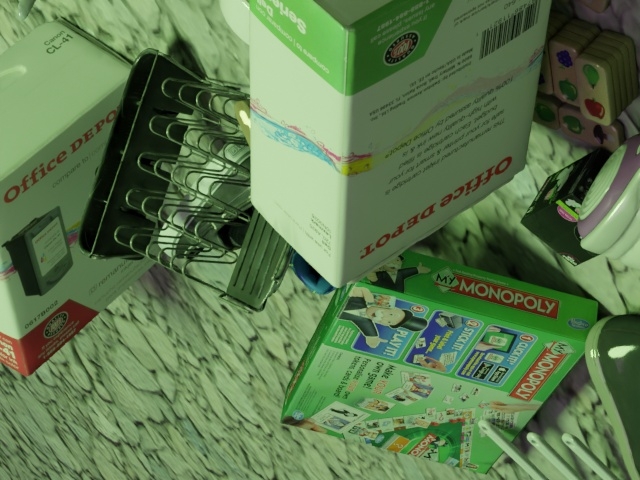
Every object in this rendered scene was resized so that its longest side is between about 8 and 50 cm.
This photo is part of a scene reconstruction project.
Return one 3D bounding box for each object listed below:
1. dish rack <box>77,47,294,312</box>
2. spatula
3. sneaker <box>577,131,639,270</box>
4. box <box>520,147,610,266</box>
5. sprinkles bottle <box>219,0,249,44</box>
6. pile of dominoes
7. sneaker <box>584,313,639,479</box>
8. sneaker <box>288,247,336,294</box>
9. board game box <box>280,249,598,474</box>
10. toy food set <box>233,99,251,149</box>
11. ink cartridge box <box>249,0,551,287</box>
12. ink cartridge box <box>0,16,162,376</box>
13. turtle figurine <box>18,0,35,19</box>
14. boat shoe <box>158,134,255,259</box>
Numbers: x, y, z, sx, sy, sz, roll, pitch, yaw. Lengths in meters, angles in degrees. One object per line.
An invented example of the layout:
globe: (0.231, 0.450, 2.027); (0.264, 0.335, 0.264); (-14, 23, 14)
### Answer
dish rack: (-0.106, -0.052, 1.835); (0.074, 0.208, 0.271); (15, -175, -38)
spatula: (0.253, 0.244, 1.842); (0.242, 0.019, 0.168); (43, 160, -28)
sneaker: (0.305, -0.050, 1.403); (0.152, 0.114, 0.305); (30, 153, -6)
box: (0.211, -0.025, 1.579); (0.062, 0.052, 0.083); (39, 154, -10)
sprinkles bottle: (0.009, -0.280, 1.466); (0.121, 0.121, 0.355); (41, 149, 13)
pile of dominoes: (0.129, -0.166, 1.539); (0.251, 0.040, 0.196); (25, 144, 35)
sneaker: (0.311, 0.160, 1.649); (0.118, 0.083, 0.222); (-7, 120, 56)
sneaker: (0.000, 0.000, 1.832); (0.091, 0.126, 0.240); (48, 151, 1)
board game box: (0.099, 0.115, 1.817); (0.213, 0.046, 0.317); (14, 150, -7)
toy food set: (0.024, -0.098, 1.693); (0.192, 0.038, 0.132); (-20, 93, 34)
ink cartridge box: (0.057, -0.128, 1.457); (0.117, 0.201, 0.278); (44, 152, 28)
ink cartridge box: (-0.293, -0.041, 2.081); (0.131, 0.226, 0.306); (33, 149, 24)
turtle figurine: (-0.188, -0.322, 1.581); (0.275, 0.198, 0.266); (-10, 106, 11)
boat shoe: (-0.095, -0.025, 1.993); (0.076, 0.080, 0.228); (47, 144, 5)
